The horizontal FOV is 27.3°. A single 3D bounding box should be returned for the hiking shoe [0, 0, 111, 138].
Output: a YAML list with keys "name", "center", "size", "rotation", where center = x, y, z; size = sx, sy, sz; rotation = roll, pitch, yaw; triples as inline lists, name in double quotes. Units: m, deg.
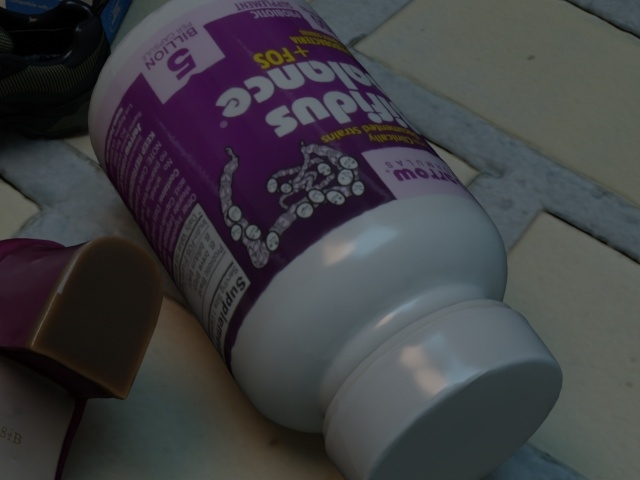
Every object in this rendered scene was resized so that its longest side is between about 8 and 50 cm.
- name: "hiking shoe"
  center: [-0.241, -0.109, 0.846]
  size: [0.226, 0.114, 0.086]
  rotation: [-22, 55, -25]

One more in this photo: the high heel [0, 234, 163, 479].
- name: "high heel"
  center: [-0.210, 0.163, 0.656]
  size: [0.127, 0.181, 0.377]
  rotation: [43, 60, -24]

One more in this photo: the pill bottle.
- name: "pill bottle"
  center: [0.000, 0.000, 0.752]
  size: [0.169, 0.169, 0.301]
  rotation: [-20, 55, -25]

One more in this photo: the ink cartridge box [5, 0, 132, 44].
- name: "ink cartridge box"
  center: [-0.167, -0.262, 0.916]
  size: [0.078, 0.231, 0.134]
  rotation: [13, 48, 3]
